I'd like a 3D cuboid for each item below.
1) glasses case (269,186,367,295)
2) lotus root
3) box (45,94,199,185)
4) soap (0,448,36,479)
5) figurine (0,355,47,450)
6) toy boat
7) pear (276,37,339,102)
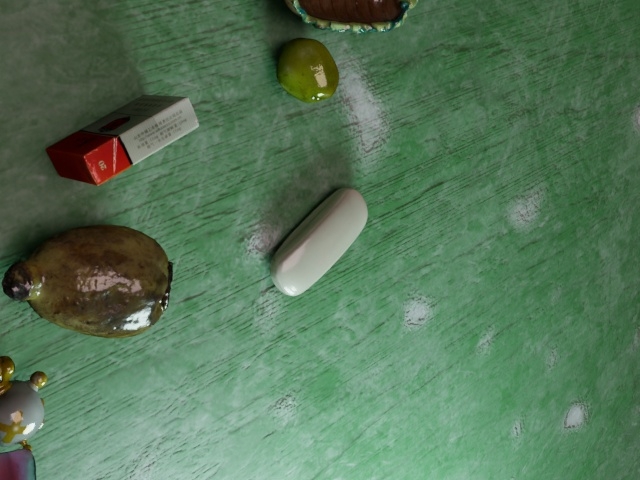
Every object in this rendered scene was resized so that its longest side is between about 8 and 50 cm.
[{"bbox_3d":[0.000,0.000,1.255,0.204,0.051,0.081,-45,126,-26],"label":"glasses case"},{"bbox_3d":[-0.270,0.046,0.970,0.214,0.138,0.138,12,92,-43],"label":"lotus root"},{"bbox_3d":[-0.235,-0.123,0.977,0.152,0.100,0.048,-35,119,-32],"label":"box"},{"bbox_3d":[-0.374,0.403,0.898,0.109,0.193,0.323,-3,77,-37],"label":"soap"},{"bbox_3d":[-0.368,0.174,0.949,0.101,0.068,0.143,-2,101,-26],"label":"figurine"},{"bbox_3d":[0.024,-0.350,1.167,0.293,0.099,0.108,-17,110,-47],"label":"toy boat"},{"bbox_3d":[-0.019,-0.237,1.157,0.092,0.097,0.092,-26,147,-18],"label":"pear"}]
